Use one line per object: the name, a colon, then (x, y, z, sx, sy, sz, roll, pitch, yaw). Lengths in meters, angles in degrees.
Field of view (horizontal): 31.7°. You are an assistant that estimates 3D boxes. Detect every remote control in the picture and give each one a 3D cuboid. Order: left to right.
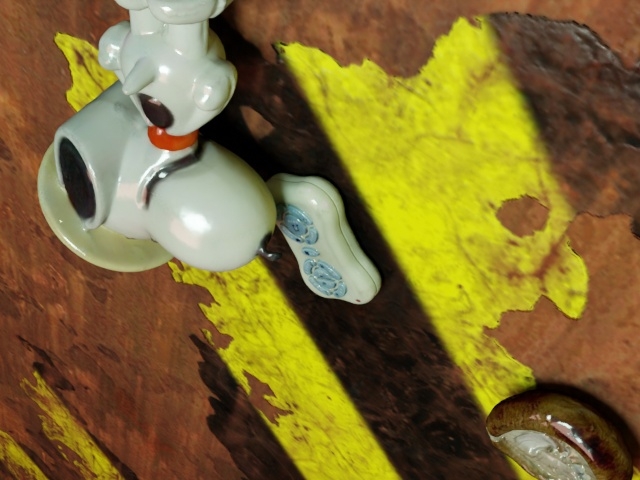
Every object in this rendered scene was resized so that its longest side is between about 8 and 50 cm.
remote control: (0.000, 0.000, 0.890, 0.074, 0.032, 0.122, 7, 137, 44)

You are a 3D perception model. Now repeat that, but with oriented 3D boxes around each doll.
doll: (-0.123, -0.097, 0.823, 0.208, 0.144, 0.271, 14, 134, 29)

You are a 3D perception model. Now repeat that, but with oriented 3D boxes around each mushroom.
mushroom: (0.186, 0.156, 0.864, 0.123, 0.052, 0.123, 33, 157, 16)
